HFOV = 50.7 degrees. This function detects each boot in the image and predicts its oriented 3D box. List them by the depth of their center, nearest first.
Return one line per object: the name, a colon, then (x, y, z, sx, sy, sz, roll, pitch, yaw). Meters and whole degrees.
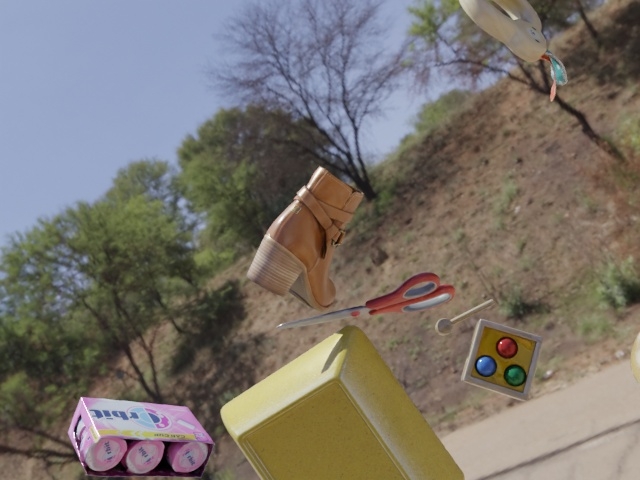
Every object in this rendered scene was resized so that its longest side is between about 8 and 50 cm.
boot: (0.000, 0.000, 1.181, 0.220, 0.109, 0.283, -58, -32, 1)

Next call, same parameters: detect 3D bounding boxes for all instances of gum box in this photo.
gum box: (-0.265, 0.288, 0.986, 0.188, 0.107, 0.062, 17, -82, -37)

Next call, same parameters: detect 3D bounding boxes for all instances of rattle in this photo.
rattle: (0.273, -0.295, 0.838, 0.143, 0.199, 0.130, -45, -20, 27)

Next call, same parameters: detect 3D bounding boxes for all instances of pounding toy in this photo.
pounding toy: (0.330, 0.201, 1.353, 0.094, 0.206, 0.181, 57, -130, -76)

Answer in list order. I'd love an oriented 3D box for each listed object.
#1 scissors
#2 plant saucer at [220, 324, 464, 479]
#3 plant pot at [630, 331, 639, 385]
scissors: (0.079, 0.122, 1.139, 0.297, 0.021, 0.109, -22, -34, 15)
plant saucer: (0.018, 0.366, 1.158, 0.333, 0.332, 0.081, -36, -1, 21)
plant pot: (0.533, 0.135, 0.900, 0.236, 0.032, 0.236, -25, 21, 10)
